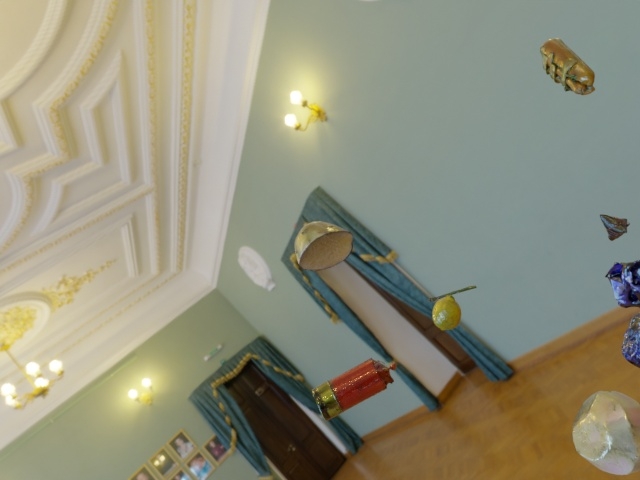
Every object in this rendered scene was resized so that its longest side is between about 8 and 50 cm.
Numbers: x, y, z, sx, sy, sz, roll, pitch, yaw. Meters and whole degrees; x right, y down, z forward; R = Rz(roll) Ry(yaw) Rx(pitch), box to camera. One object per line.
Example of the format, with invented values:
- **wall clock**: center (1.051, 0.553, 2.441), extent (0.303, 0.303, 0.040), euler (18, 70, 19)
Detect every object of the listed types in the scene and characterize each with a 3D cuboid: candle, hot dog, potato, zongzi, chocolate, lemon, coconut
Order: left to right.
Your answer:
- **potato**: center (0.000, 0.000, 1.405), extent (0.202, 0.117, 0.182), euler (-4, -44, -38)
- **candle**: center (0.054, 0.212, 0.656), extent (0.130, 0.052, 0.052), euler (-27, -13, -4)
- **lemon**: center (0.277, 0.159, 0.976), extent (0.062, 0.062, 0.084), euler (-20, -58, -66)
- **hot dog**: center (0.717, -0.502, 1.304), extent (0.072, 0.270, 0.109), euler (-24, -47, 17)
- **coconut**: center (0.883, 0.570, 1.330), extent (0.237, 0.237, 0.197), euler (-43, 6, -20)
- **zongzi**: center (0.766, -0.031, 1.147), extent (0.067, 0.083, 0.073), euler (-56, 27, 18)
- **chocolate**: center (0.734, 0.151, 0.989), extent (0.148, 0.343, 0.126), euler (9, 50, 47)

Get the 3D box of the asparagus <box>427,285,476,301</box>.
- **asparagus**: center (0.433, 0.176, 1.474), extent (0.165, 0.013, 0.016), euler (-20, -3, 16)
